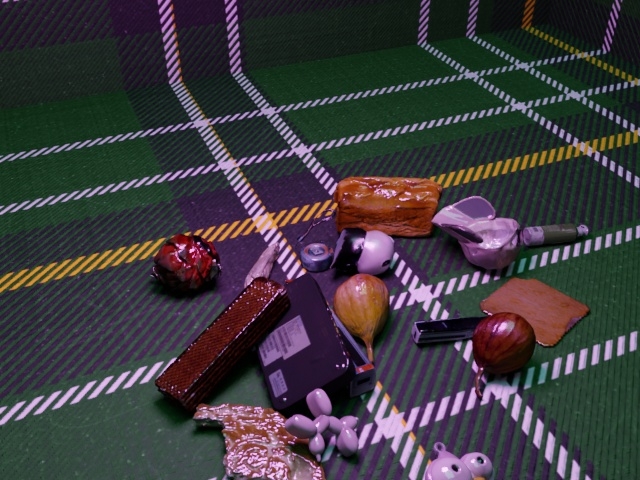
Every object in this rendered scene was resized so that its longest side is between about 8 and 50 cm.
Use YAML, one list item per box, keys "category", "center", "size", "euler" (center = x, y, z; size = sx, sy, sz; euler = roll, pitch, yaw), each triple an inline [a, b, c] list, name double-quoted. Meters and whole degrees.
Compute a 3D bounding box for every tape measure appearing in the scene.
- category: "tape measure"
  center: [-0.004, 0.000, 2.045]
  size: [0.104, 0.179, 0.107]
  euler: [-2, 31, -31]

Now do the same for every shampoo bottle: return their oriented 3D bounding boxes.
- category: "shampoo bottle"
  center: [0.746, -0.022, 2.158]
  size: [0.204, 0.065, 0.065]
  euler: [-6, 36, -8]

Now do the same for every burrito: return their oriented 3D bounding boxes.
- category: "burrito"
  center: [-0.169, 0.086, 2.012]
  size: [0.063, 0.058, 0.229]
  euler: [-20, 24, 33]

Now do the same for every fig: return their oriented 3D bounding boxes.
- category: "fig"
  center: [0.117, 0.209, 1.793]
  size: [0.159, 0.159, 0.257]
  euler: [-3, 52, -4]
- category: "fig"
  center: [0.436, 0.266, 1.699]
  size: [0.202, 0.148, 0.149]
  euler: [-33, -1, 7]

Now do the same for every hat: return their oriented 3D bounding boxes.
- category: "hat"
  center: [0.464, -0.015, 2.048]
  size: [0.275, 0.161, 0.232]
  euler: [24, 31, 13]

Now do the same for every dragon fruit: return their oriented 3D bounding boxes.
- category: "dragon fruit"
  center: [-0.383, 0.065, 1.951]
  size: [0.189, 0.182, 0.182]
  euler: [-17, 39, -24]

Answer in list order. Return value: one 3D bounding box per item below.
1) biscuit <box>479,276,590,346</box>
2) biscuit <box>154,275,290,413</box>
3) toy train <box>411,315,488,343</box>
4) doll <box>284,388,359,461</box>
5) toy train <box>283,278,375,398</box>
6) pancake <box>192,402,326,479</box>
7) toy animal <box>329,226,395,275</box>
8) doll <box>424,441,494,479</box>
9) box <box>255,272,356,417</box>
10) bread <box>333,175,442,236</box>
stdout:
- category: "biscuit"
  center: [0.597, 0.188, 1.906]
  size: [0.232, 0.013, 0.237]
  euler: [-30, 46, -34]
- category: "biscuit"
  center: [-0.231, 0.247, 1.679]
  size: [0.107, 0.073, 0.388]
  euler: [21, 58, 41]
- category: "toy train"
  center: [0.370, 0.238, 1.813]
  size: [0.252, 0.048, 0.055]
  euler: [-2, 31, -13]
- category: "doll"
  center: [0.017, 0.412, 1.502]
  size: [0.160, 0.059, 0.161]
  euler: [48, 41, 2]
- category: "toy train"
  center: [0.016, 0.236, 1.779]
  size: [0.089, 0.086, 0.409]
  euler: [-15, 38, -21]
- category: "pancake"
  center: [-0.135, 0.464, 1.496]
  size: [0.376, 0.054, 0.197]
  euler: [26, 37, 34]
- category: "toy animal"
  center: [0.126, 0.041, 2.023]
  size: [0.179, 0.138, 0.166]
  euler: [11, 56, 2]
- category: "doll"
  center: [0.339, 0.537, 1.354]
  size: [0.160, 0.094, 0.365]
  euler: [-16, 39, -26]
- category: "box"
  center: [-0.056, 0.249, 1.692]
  size: [0.211, 0.058, 0.350]
  euler: [-33, 42, 6]
- category: "bread"
  center: [0.212, -0.115, 2.183]
  size: [0.344, 0.195, 0.149]
  euler: [3, 41, 0]
